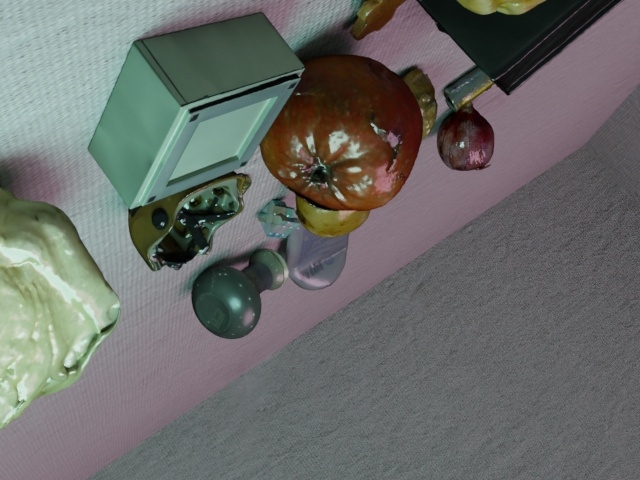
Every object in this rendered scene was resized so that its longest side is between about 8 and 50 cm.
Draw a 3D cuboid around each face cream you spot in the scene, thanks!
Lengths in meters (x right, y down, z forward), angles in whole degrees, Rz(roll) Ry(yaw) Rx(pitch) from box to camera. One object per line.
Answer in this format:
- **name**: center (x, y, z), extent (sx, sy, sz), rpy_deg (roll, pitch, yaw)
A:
- **face cream**: center (0.000, 0.000, 2.423), extent (0.234, 0.137, 0.420), rpy_deg (-31, 158, -22)

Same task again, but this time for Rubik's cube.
- **Rubik's cube**: center (-0.092, -0.054, 2.047), extent (0.084, 0.073, 0.075), rpy_deg (-36, 152, 17)

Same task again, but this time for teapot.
- **teapot**: center (-0.184, 0.117, 2.210), extent (0.251, 0.183, 0.183), rpy_deg (-38, 173, -49)

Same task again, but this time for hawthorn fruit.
- **hawthorn fruit**: center (0.052, -0.194, 1.535), extent (0.276, 0.276, 0.307), rpy_deg (-48, -178, 41)

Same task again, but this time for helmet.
- **helmet**: center (-0.232, -0.060, 1.502), extent (0.198, 0.130, 0.224), rpy_deg (-25, 153, -56)

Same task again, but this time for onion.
- **onion**: center (0.372, -0.277, 2.358), extent (0.159, 0.159, 0.195), rpy_deg (-30, 131, -27)

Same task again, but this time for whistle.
- **whistle**: center (0.431, -0.418, 2.168), extent (0.326, 0.057, 0.068), rpy_deg (-36, 167, -7)

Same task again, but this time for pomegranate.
- **pomegranate**: center (0.040, -0.101, 1.985), extent (0.196, 0.196, 0.196), rpy_deg (-35, 167, -9)

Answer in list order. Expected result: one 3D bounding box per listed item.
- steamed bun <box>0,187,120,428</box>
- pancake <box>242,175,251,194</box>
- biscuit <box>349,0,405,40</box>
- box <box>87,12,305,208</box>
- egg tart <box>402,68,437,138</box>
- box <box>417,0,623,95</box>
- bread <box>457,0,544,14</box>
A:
- **steamed bun**: center (-0.462, 0.086, 1.178), extent (0.372, 0.230, 0.325), rpy_deg (-20, 122, -43)
- **pancake**: center (-0.180, -0.090, 1.790), extent (0.108, 0.017, 0.108), rpy_deg (-33, 163, -11)
- **biscuit**: center (0.108, -0.391, 1.451), extent (0.133, 0.027, 0.184), rpy_deg (-37, 170, -28)
- **box**: center (-0.169, -0.178, 1.269), extent (0.225, 0.117, 0.225), rpy_deg (-26, 163, -41)
- **egg tart**: center (0.169, -0.241, 1.920), extent (0.252, 0.098, 0.232), rpy_deg (-50, 166, -25)
- **box**: center (0.365, -0.434, 1.551), extent (0.345, 0.204, 0.251), rpy_deg (-40, 172, 14)
- **bread**: center (0.261, -0.457, 1.260), extent (0.270, 0.211, 0.316), rpy_deg (-30, 160, 4)
